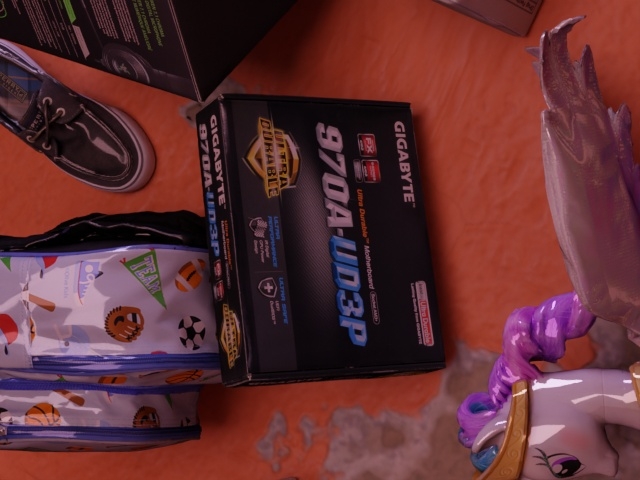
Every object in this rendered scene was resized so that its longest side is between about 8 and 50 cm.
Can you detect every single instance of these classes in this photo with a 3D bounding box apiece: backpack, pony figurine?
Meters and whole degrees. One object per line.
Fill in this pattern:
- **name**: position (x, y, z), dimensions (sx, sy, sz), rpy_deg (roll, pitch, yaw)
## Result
- **backpack**: position (-0.181, 0.072, 1.135), dimensions (0.263, 0.276, 0.213), rpy_deg (-10, 87, 22)
- **pony figurine**: position (0.248, 0.029, 0.909), dimensions (0.363, 0.303, 0.351), rpy_deg (-4, 92, 13)

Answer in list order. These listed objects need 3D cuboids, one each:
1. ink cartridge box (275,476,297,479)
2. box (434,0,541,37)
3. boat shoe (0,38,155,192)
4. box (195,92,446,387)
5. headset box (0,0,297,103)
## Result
- **ink cartridge box**: position (-0.023, 0.273, 1.111), dimensions (0.063, 0.109, 0.150), rpy_deg (-45, 68, 18)
- **box**: position (0.126, -0.291, 1.036), dimensions (0.126, 0.148, 0.232), rpy_deg (29, 101, 27)
- **boat shoe**: position (-0.256, -0.119, 1.270), dimensions (0.228, 0.076, 0.080), rpy_deg (39, 106, 16)
- **box**: position (0.000, 0.000, 1.069), dimensions (0.051, 0.175, 0.220), rpy_deg (-26, 67, 59)
- **headset box**: position (-0.134, -0.262, 1.120), dimensions (0.283, 0.131, 0.246), rpy_deg (19, 54, 28)
